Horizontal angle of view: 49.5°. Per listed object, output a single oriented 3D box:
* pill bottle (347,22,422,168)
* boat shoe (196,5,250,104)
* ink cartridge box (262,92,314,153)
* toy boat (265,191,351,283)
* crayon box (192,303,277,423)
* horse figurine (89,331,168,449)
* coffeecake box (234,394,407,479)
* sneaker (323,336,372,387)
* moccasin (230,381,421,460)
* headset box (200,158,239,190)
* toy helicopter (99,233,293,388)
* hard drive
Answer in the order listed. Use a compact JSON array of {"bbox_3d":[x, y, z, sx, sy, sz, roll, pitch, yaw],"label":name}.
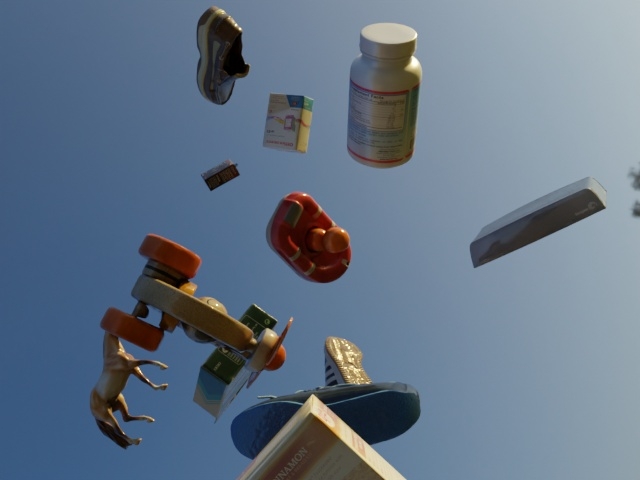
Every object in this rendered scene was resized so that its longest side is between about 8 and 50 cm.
[{"bbox_3d":[0.077,-0.175,0.843,0.087,0.087,0.160,-32,-42,-36],"label":"pill bottle"},{"bbox_3d":[-0.194,-0.353,1.416,0.095,0.095,0.257,-55,-11,-21],"label":"boat shoe"},{"bbox_3d":[-0.072,-0.259,1.535,0.052,0.089,0.122,-1,-80,-64],"label":"ink cartridge box"},{"bbox_3d":[0.000,0.000,1.521,0.231,0.151,0.151,46,-120,-41],"label":"toy boat"},{"bbox_3d":[-0.221,0.315,1.735,0.203,0.083,0.323,-51,-8,-32],"label":"crayon box"},{"bbox_3d":[-0.413,0.311,1.443,0.263,0.175,0.066,-70,-16,10],"label":"horse figurine"},{"bbox_3d":[0.014,0.231,0.505,0.142,0.185,0.068,-47,-2,-1],"label":"coffeecake box"},{"bbox_3d":[0.045,0.353,1.659,0.099,0.282,0.153,15,-72,-16],"label":"sneaker"},{"bbox_3d":[0.015,0.323,1.221,0.117,0.342,0.137,-14,-85,-74],"label":"moccasin"},{"bbox_3d":[-0.220,-0.148,1.546,0.083,0.062,0.032,-31,-66,-6],"label":"headset box"},{"bbox_3d":[-0.131,0.134,1.003,0.140,0.235,0.355,-65,-19,-13],"label":"toy helicopter"},{"bbox_3d":[0.403,-0.038,1.299,0.054,0.255,0.172,61,-153,-2],"label":"hard drive"}]
